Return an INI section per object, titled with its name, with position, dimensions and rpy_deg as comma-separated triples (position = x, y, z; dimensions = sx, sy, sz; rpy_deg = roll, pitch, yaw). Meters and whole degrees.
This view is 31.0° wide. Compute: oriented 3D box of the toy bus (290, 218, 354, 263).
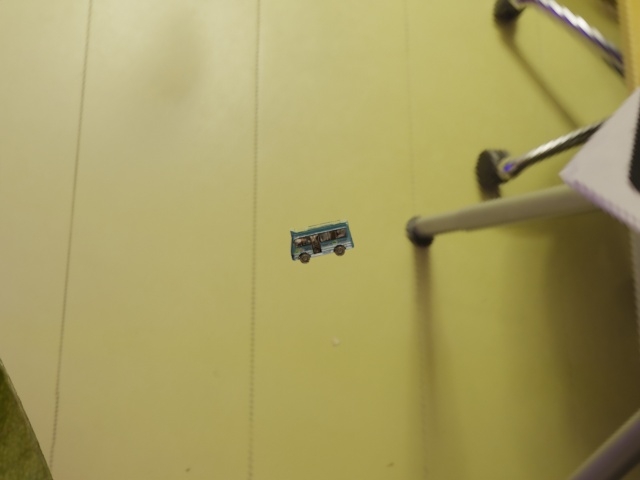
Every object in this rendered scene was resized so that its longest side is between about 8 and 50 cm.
[toy bus]
position = 0.000, 0.000, 1.506
dimensions = 0.083, 0.038, 0.046
rpy_deg = -12, 102, 2

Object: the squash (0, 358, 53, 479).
[squash]
position = -0.208, 0.169, 0.841
dimensions = 0.170, 0.093, 0.252
rpy_deg = 13, 72, -14
